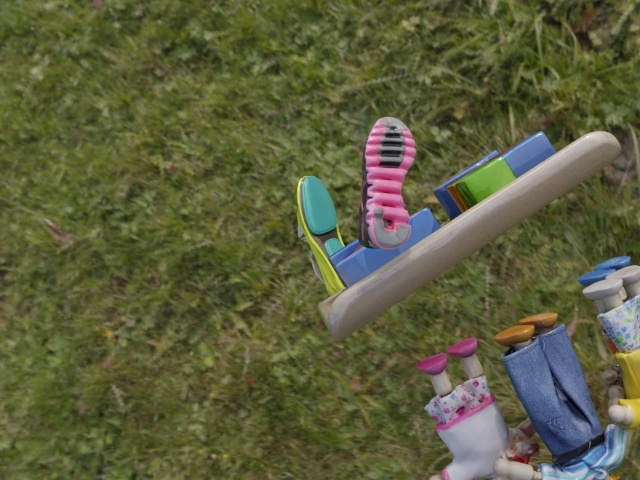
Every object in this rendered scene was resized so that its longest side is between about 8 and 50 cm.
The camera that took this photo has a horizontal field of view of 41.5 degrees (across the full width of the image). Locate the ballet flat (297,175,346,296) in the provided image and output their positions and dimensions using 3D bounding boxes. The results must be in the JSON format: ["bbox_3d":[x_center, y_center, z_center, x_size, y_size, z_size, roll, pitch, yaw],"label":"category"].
[{"bbox_3d":[0.000,0.000,1.514,0.077,0.077,0.231,-34,76,48],"label":"ballet flat"}]

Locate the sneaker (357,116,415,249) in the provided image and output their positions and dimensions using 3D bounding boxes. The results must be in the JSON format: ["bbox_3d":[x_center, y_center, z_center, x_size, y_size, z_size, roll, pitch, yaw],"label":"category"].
[{"bbox_3d":[0.050,-0.047,0.728,0.047,0.057,0.119,10,76,-17],"label":"sneaker"}]

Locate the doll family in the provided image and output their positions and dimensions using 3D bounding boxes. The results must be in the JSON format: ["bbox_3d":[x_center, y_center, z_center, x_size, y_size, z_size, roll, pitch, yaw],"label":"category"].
[{"bbox_3d":[0.207,0.124,0.633,0.263,0.118,0.163,-25,92,-19],"label":"doll family"}]

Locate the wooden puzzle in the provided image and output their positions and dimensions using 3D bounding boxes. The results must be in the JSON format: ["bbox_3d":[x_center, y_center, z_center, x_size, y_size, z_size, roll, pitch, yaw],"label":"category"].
[{"bbox_3d":[0.127,-0.015,0.931,0.322,0.348,0.080,-33,87,-2],"label":"wooden puzzle"}]
